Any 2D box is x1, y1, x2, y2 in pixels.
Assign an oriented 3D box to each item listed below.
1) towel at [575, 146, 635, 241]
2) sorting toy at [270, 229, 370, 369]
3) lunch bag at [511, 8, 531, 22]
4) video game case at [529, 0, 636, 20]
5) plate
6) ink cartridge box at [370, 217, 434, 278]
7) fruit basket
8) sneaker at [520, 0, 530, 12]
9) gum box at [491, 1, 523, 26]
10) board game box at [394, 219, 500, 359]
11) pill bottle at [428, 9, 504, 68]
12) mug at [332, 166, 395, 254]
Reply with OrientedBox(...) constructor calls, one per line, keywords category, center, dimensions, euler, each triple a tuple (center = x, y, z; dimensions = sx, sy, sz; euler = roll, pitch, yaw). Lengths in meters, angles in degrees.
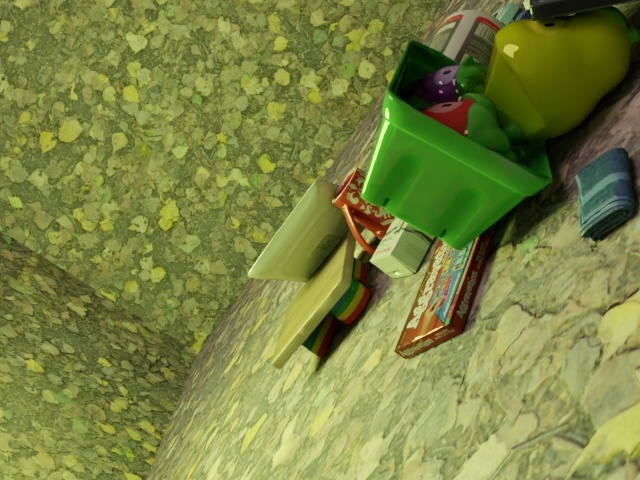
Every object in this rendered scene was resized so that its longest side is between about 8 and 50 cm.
OrientedBox(category="towel", center=(0.319, -0.055, 0.764), dimensions=(0.067, 0.029, 0.119), euler=(-47, 12, 41))
OrientedBox(category="sorting toy", center=(0.015, 0.142, 1.489), dimensions=(0.257, 0.089, 0.255), euler=(-52, 10, 22))
OrientedBox(category="lunch bag", center=(0.405, -0.395, 1.297), dimensions=(0.065, 0.098, 0.067), euler=(-152, 87, -85))
OrientedBox(category="video game case", center=(0.402, -0.365, 0.976), dimensions=(0.196, 0.026, 0.274), euler=(-6, 22, 19))
OrientedBox(category="plate", center=(0.000, 0.000, 1.574), dimensions=(0.278, 0.045, 0.277), euler=(-53, -31, 16))
OrientedBox(category="ink cartridge box", center=(0.169, -0.010, 1.293), dimensions=(0.150, 0.063, 0.109), euler=(-58, 9, -17))
OrientedBox(category="fruit basket", center=(0.247, -0.211, 0.990), dimensions=(0.392, 0.283, 0.392), euler=(-61, 3, 5))
OrientedBox(category="sneaker", center=(0.467, -0.476, 1.367), dimensions=(0.106, 0.078, 0.234), euler=(-19, -1, 14))
OrientedBox(category="gum box", center=(0.443, -0.537, 1.803), dimensions=(0.157, 0.041, 0.184), euler=(-56, 10, 1))
OrientedBox(category="board game box", center=(0.204, 0.043, 1.041), dimensions=(0.145, 0.027, 0.281), euler=(-45, 14, 55))
OrientedBox(category="pill bottle", center=(0.288, -0.339, 1.477), dimensions=(0.318, 0.176, 0.176), euler=(-61, 10, -29))
OrientedBox(category="mug", center=(0.115, -0.063, 1.431), dimensions=(0.113, 0.169, 0.150), euler=(-50, 10, 32))
